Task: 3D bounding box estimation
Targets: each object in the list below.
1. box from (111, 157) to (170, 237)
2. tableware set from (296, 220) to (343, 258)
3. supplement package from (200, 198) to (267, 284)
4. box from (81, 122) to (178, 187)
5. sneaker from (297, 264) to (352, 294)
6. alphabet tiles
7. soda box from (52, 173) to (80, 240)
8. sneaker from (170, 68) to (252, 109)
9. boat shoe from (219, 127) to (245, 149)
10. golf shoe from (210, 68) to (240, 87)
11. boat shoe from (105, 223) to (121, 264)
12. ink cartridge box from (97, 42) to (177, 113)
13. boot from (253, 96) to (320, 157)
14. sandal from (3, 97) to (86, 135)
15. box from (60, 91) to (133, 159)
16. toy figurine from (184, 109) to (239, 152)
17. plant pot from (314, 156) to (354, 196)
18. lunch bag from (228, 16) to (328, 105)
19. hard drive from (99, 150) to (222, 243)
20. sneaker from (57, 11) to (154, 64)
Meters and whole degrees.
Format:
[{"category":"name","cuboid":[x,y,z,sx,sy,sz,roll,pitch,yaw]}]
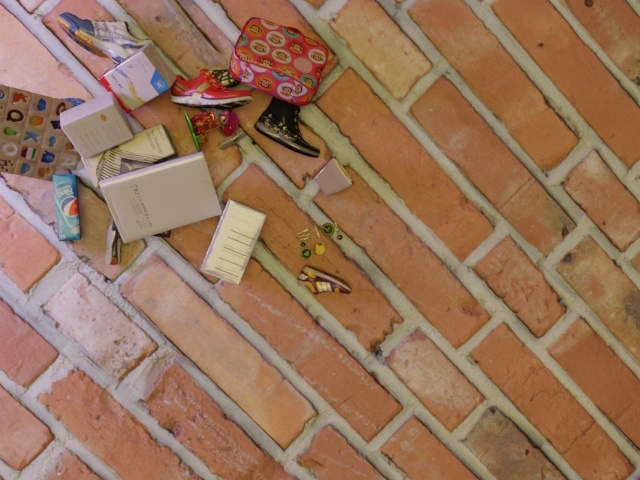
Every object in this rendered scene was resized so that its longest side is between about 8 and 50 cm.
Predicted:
[{"category":"box","cuboid":[-0.553,-0.132,1.818,0.182,0.056,0.231,8,112,-21]},{"category":"tableware set","cuboid":[0.000,0.000,1.950,0.154,0.024,0.104,-18,95,-5]},{"category":"supplement package","cuboid":[-0.280,0.002,1.865,0.133,0.139,0.244,22,91,-8]},{"category":"box","cuboid":[-0.607,-0.271,1.839,0.275,0.094,0.113,-26,97,-3]},{"category":"sneaker","cuboid":[0.014,0.153,1.945,0.185,0.069,0.084,25,100,0]},{"category":"alphabet tiles","cuboid":[-0.903,-0.321,1.738,0.342,0.011,0.285,10,122,-33]},{"category":"soda box","cuboid":[-0.810,-0.105,1.836,0.067,0.071,0.210,-5,94,-20]},{"category":"sneaker","cuboid":[-0.345,-0.474,1.785,0.278,0.107,0.119,7,98,15]},{"category":"boat shoe","cuboid":[-0.297,-0.339,1.899,0.100,0.035,0.035,-35,69,1]},{"category":"golf shoe","cuboid":[-0.309,-0.533,1.861,0.198,0.077,0.094,-41,96,-3]},{"category":"boat shoe","cuboid":[-0.674,0.013,1.878,0.043,0.049,0.137,5,91,-48]},{"category":"ink cartridge box","cuboid":[-0.580,-0.489,1.774,0.230,0.078,0.134,-23,122,23]},{"category":"boot","cuboid":[-0.080,-0.392,1.888,0.236,0.085,0.179,26,89,-6]},{"category":"sandal","cuboid":[-0.878,-0.371,1.787,0.317,0.138,0.126,-18,89,-6]},{"category":"box","cuboid":[-0.682,-0.351,1.753,0.170,0.091,0.130,-25,134,-5]},{"category":"toy figurine","cuboid":[-0.339,-0.374,1.830,0.159,0.173,0.130,-22,67,-10]},{"category":"plant pot","cuboid":[0.040,-0.206,1.904,0.096,0.109,0.109,-36,96,10]},{"category":"lunch bag","cuboid":[-0.125,-0.584,1.821,0.292,0.120,0.258,21,59,-9]},{"category":"hard drive","cuboid":[-0.489,-0.133,1.781,0.318,0.040,0.210,-18,119,-8]},{"category":"sneaker","cuboid":[-0.671,-0.646,1.815,0.296,0.112,0.131,29,83,-15]}]
